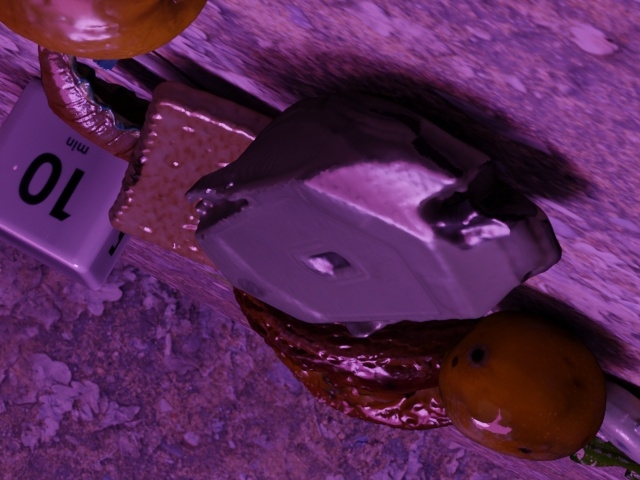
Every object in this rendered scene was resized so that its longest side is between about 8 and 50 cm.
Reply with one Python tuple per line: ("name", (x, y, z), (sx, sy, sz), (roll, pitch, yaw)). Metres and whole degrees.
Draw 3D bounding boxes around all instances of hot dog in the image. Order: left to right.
("hot dog", (0.047, 0.127, 2.280), (0.387, 0.174, 0.267), (25, 168, 33))

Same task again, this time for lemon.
("lemon", (-0.153, -0.201, 1.131), (0.207, 0.170, 0.170), (27, 171, 36))

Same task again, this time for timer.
("timer", (-0.335, -0.070, 2.320), (0.192, 0.195, 0.194), (29, 170, 4))

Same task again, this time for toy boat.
("toy boat", (-0.225, -0.152, 1.859), (0.293, 0.099, 0.108), (38, -167, -47))

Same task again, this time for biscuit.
("biscuit", (-0.101, -0.053, 1.850), (0.217, 0.044, 0.325), (21, 153, -5))

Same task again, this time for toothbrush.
("toothbrush", (-0.095, -0.119, 1.828), (0.418, 0.040, 0.042), (31, -168, -34))

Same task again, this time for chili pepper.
("chili pepper", (0.392, 0.275, 2.336), (0.253, 0.083, 0.099), (27, 173, -15))

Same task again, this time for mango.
("mango", (0.231, 0.160, 1.984), (0.329, 0.176, 0.176), (-13, -99, -79))

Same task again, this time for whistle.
("whistle", (0.364, 0.218, 2.153), (0.126, 0.067, 0.258), (44, 174, -5))

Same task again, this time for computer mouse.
("computer mouse", (0.044, -0.034, 1.531), (0.228, 0.145, 0.429), (41, 156, -21))
